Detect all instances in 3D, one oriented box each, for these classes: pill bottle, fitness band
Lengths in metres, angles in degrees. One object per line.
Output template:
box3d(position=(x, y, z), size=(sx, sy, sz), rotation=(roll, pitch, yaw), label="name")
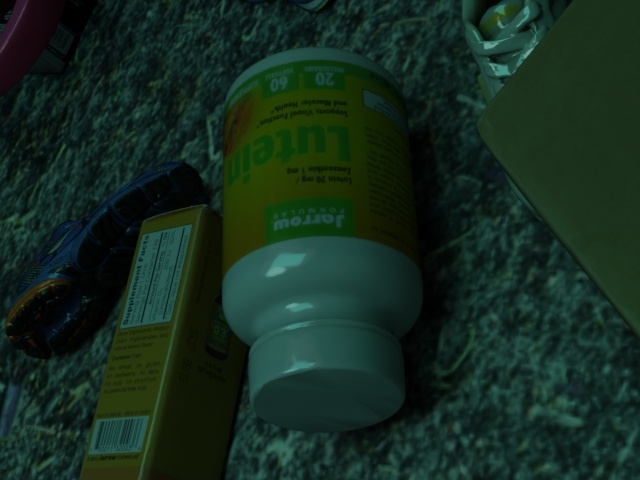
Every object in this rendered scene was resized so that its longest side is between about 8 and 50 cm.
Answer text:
box3d(position=(0.000, 0.000, 0.829), size=(0.136, 0.136, 0.245), rotation=(-23, 53, 29), label="pill bottle")
box3d(position=(-0.359, -0.256, 1.241), size=(0.209, 0.054, 0.291), rotation=(-42, 48, 13), label="fitness band")

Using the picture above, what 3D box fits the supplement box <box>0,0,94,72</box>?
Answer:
box3d(position=(-0.296, -0.302, 1.306), size=(0.130, 0.073, 0.239), rotation=(6, 69, 42), label="supplement box")

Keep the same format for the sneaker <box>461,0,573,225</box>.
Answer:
box3d(position=(0.141, -0.109, 0.808), size=(0.087, 0.092, 0.228), rotation=(-27, 52, 24), label="sneaker")

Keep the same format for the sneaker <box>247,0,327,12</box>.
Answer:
box3d(position=(-0.047, -0.245, 1.070), size=(0.144, 0.059, 0.053), rotation=(18, 80, 46), label="sneaker")

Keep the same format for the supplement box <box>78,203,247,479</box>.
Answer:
box3d(position=(-0.110, 0.094, 0.909), size=(0.080, 0.078, 0.233), rotation=(-9, 60, 40), label="supplement box")

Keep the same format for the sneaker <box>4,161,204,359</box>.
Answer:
box3d(position=(-0.193, 0.003, 1.035), size=(0.221, 0.083, 0.087), rotation=(-38, 38, 12), label="sneaker")

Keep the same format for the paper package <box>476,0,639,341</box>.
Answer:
box3d(position=(0.272, -0.056, 0.547), size=(0.309, 0.168, 0.325), rotation=(-51, 33, 17), label="paper package")
